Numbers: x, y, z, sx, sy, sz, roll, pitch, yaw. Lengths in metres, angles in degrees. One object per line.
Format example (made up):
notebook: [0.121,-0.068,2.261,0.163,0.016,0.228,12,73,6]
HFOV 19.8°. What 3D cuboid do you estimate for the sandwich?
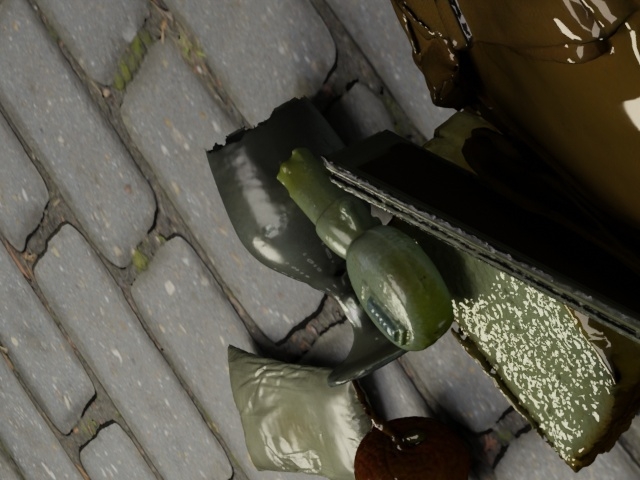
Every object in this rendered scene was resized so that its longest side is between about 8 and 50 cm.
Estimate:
sandwich: [0.162,0.031,1.406,0.251,0.087,0.226,49,160,19]

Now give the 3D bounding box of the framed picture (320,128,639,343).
framed picture: [0.149,0.009,1.162,0.293,0.231,0.018,28,102,7]

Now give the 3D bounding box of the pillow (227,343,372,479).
pillow: [-0.011,0.182,1.844,0.230,0.050,0.148,4,124,52]

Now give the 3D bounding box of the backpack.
backpack: [0.188,-0.129,1.108,0.378,0.201,0.353,37,159,47]

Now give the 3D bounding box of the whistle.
whistle: [0.030,0.007,1.463,0.198,0.057,0.104,48,160,21]

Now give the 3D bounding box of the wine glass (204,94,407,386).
wine glass: [0.000,0.000,1.596,0.241,0.126,0.126,60,150,-3]

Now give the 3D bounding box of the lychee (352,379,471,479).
lychee: [0.074,0.202,1.662,0.114,0.101,0.140,24,171,44]
